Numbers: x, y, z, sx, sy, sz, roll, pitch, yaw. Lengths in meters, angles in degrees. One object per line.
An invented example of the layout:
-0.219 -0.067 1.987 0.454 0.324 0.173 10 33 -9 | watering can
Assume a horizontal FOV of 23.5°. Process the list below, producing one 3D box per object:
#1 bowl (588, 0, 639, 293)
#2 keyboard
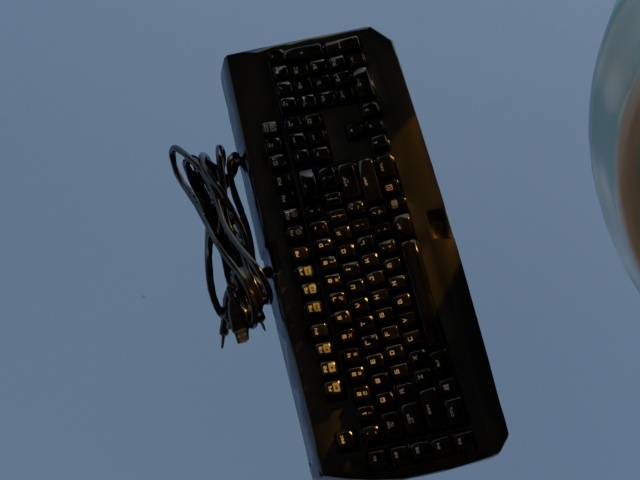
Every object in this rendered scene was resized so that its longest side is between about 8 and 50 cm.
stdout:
0.218 -0.039 0.538 0.163 0.311 0.311 -36 -87 -40 | bowl
0.000 0.000 0.578 0.100 0.038 0.192 -15 -119 0 | keyboard
